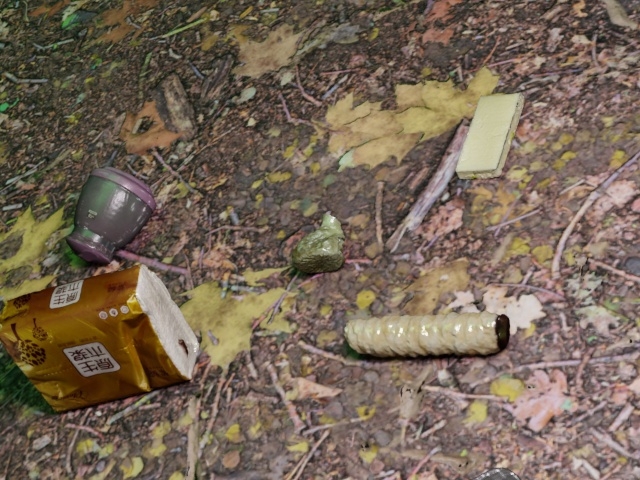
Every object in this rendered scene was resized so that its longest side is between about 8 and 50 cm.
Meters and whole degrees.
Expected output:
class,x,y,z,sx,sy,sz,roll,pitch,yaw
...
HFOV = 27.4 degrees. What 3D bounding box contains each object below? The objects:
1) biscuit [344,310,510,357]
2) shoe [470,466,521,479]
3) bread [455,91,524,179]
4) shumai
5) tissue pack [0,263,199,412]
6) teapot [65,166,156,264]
class,x,y,z,sx,sy,sz,roll,pitch,yaw
biscuit,0.135,0.121,1.662,0.219,0.061,0.055,-3,57,25
shoe,0.152,0.322,1.473,0.179,0.049,0.071,-27,51,-21
bread,0.243,-0.150,1.875,0.068,0.028,0.153,-1,51,30
shumai,0.000,0.000,1.837,0.082,0.083,0.080,5,66,-14
tissue pack,-0.305,0.135,1.813,0.226,0.183,0.092,-13,41,19
teapot,-0.346,-0.037,2.055,0.148,0.116,0.146,16,70,35
